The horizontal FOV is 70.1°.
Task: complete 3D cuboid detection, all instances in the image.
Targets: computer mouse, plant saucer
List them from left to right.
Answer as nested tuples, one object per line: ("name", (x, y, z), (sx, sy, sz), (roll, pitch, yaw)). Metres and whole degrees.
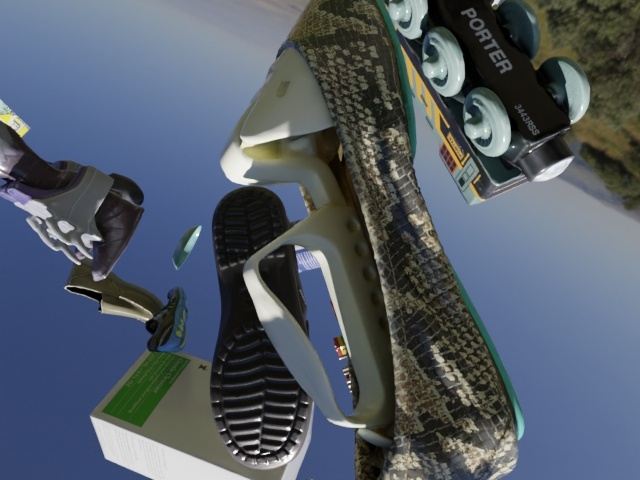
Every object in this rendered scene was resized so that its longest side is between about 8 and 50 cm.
("computer mouse", (-0.509, -0.122, 1.000), (0.241, 0.071, 0.041), (14, -162, -5))
("plant saucer", (-0.324, 0.012, 1.094), (0.021, 0.119, 0.119), (28, -160, -7))

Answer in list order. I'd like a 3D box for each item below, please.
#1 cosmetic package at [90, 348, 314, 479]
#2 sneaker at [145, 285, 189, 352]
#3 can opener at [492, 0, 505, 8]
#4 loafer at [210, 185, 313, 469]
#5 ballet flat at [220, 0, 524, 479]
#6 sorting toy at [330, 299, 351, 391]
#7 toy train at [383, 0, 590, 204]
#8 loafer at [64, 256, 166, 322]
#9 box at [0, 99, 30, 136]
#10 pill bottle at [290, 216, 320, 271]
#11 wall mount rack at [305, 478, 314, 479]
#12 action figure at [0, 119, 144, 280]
("cosmetic package", (-0.214, 0.364, 0.880), (0.365, 0.155, 0.197), (13, -145, 12))
("sneaker", (-0.300, 0.149, 0.891), (0.078, 0.067, 0.188), (-7, -153, -8))
("can opener", (0.310, -0.408, 0.848), (0.074, 0.281, 0.093), (10, -155, -7))
("loafer", (-0.067, 0.114, 0.628), (0.133, 0.366, 0.130), (-2, 174, 8))
("ballet flat", (0.017, -0.017, 0.390), (0.181, 0.483, 0.164), (-14, 172, -18))
("sorting toy", (0.068, 0.257, 0.915), (0.046, 0.132, 0.275), (-19, -124, -3))
("toy train", (0.182, -0.202, 0.572), (0.190, 0.142, 0.334), (92, 153, -73))
("loafer", (-0.463, 0.139, 1.038), (0.251, 0.094, 0.087), (32, -130, -8))
("box", (-0.659, -0.167, 0.826), (0.044, 0.233, 0.159), (38, 165, -3))
("pill bottle", (0.000, 0.000, 0.817), (0.169, 0.094, 0.094), (-14, -167, 16))
("wall mount rack", (0.021, 0.391, 0.338), (0.130, 0.305, 0.350), (-17, -169, -29))
("action figure", (-0.270, -0.084, 0.330), (0.185, 0.099, 0.285), (-3, 144, 43))
